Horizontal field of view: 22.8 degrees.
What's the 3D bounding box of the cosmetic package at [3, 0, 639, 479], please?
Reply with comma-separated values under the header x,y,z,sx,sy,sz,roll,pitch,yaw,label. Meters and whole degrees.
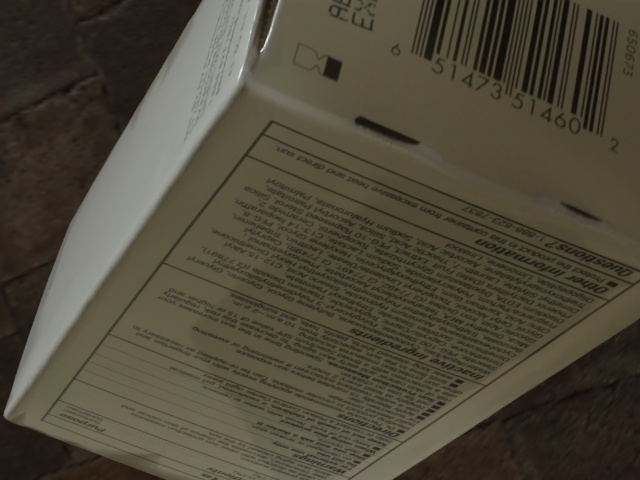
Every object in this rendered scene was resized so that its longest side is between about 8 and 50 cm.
x,y,z,sx,sy,sz,roll,pitch,yaw,label
0.000,0.000,0.600,0.160,0.113,0.309,22,150,-15,cosmetic package
